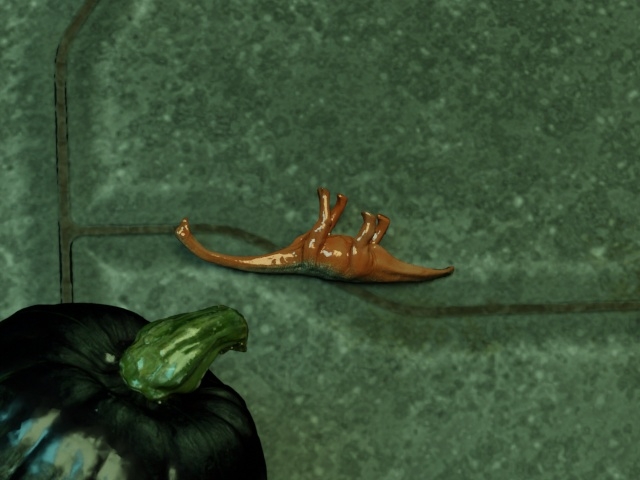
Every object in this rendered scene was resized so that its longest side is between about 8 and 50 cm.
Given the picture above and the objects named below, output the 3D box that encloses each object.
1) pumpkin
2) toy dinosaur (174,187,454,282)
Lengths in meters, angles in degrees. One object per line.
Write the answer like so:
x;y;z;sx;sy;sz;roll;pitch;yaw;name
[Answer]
-0.172;0.160;1.353;0.295;0.296;0.296;4;67;-9;pumpkin
0.001;0.000;1.604;0.279;0.055;0.101;16;88;-6;toy dinosaur
